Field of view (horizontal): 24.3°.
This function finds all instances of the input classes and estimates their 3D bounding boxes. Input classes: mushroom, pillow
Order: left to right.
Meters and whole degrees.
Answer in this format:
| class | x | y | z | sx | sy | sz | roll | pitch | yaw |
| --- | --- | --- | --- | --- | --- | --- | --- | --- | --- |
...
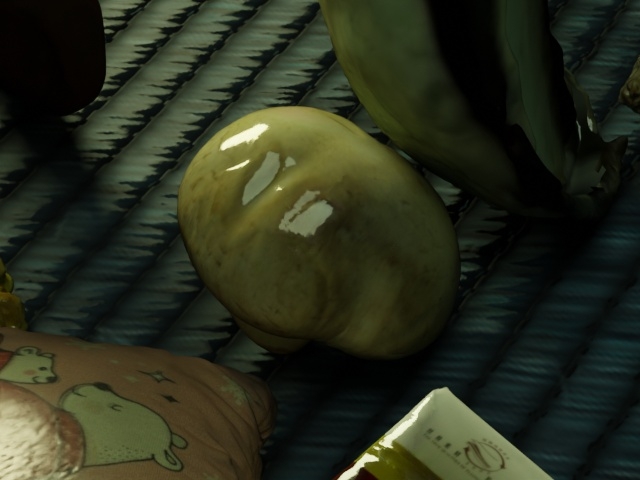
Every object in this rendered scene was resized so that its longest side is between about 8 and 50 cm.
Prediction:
| class | x | y | z | sx | sy | sz | roll | pitch | yaw |
| --- | --- | --- | --- | --- | --- | --- | --- | --- | --- |
| pillow | -0.130 | 0.100 | 0.602 | 0.223 | 0.084 | 0.236 | 3 | 22 | -1 |
| mushroom | 0.000 | 0.000 | 0.724 | 0.112 | 0.148 | 0.148 | -47 | 54 | 17 |
| mushroom | 0.074 | -0.177 | 0.739 | 0.130 | 0.344 | 0.247 | 2 | 26 | 22 |

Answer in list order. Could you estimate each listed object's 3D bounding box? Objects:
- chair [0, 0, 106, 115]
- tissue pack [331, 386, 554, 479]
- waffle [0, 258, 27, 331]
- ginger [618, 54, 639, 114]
| class | x | y | z | sx | sy | sz | roll | pitch | yaw |
| --- | --- | --- | --- | --- | --- | --- | --- | --- | --- |
| chair | -0.089 | -0.224 | 0.836 | 0.401 | 0.226 | 0.226 | -31 | 56 | -21 |
| tissue pack | 0.067 | 0.153 | 0.605 | 0.106 | 0.099 | 0.149 | -38 | 59 | -24 |
| waffle | -0.242 | 0.046 | 0.746 | 0.191 | 0.038 | 0.191 | -2 | 51 | 2 |
| ginger | 0.284 | -0.074 | 0.795 | 0.259 | 0.065 | 0.149 | 11 | 47 | -2 |
